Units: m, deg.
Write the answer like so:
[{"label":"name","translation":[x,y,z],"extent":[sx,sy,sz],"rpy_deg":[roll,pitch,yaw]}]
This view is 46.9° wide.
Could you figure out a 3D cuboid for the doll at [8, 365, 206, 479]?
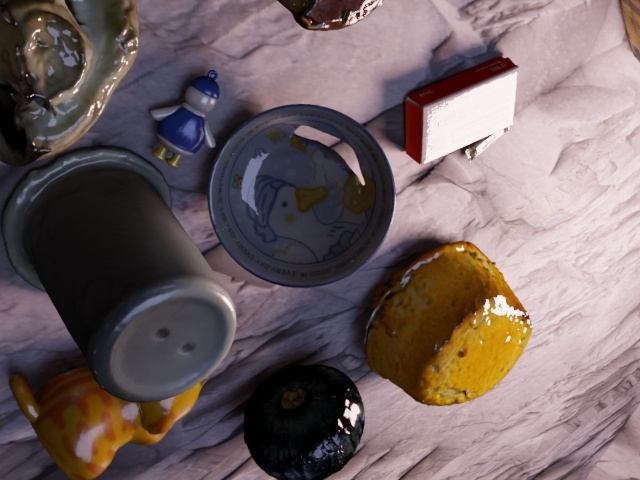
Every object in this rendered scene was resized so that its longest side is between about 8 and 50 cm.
[{"label":"doll","translation":[-0.311,0.244,1.130],"extent":[0.269,0.166,0.162],"rpy_deg":[-22,135,-28]}]

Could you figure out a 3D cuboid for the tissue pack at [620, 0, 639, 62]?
[{"label":"tissue pack","translation":[0.648,-0.393,1.377],"extent":[0.090,0.186,0.222],"rpy_deg":[-35,139,7]}]

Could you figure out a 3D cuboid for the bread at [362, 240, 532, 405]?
[{"label":"bread","translation":[0.267,0.179,1.506],"extent":[0.358,0.204,0.337],"rpy_deg":[30,96,-45]}]

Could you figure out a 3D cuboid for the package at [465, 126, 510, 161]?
[{"label":"package","translation":[0.316,-0.192,1.393],"extent":[0.110,0.015,0.037],"rpy_deg":[-39,132,-9]}]

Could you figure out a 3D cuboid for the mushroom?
[{"label":"mushroom","translation":[-0.291,-0.225,0.770],"extent":[0.164,0.189,0.267],"rpy_deg":[-25,111,-41]}]

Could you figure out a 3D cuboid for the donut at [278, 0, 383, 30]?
[{"label":"donut","translation":[0.016,-0.395,0.940],"extent":[0.216,0.096,0.230],"rpy_deg":[-41,138,-9]}]

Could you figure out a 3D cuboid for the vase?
[{"label":"vase","translation":[-0.246,0.054,0.937],"extent":[0.245,0.291,0.245],"rpy_deg":[-21,135,-23]}]

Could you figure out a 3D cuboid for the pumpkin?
[{"label":"pumpkin","translation":[-0.029,0.336,1.375],"extent":[0.233,0.233,0.163],"rpy_deg":[-35,127,-12]}]

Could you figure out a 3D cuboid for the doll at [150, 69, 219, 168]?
[{"label":"doll","translation":[-0.177,-0.166,0.994],"extent":[0.098,0.058,0.143],"rpy_deg":[25,104,-25]}]

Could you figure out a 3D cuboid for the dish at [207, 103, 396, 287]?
[{"label":"dish","translation":[-0.027,-0.078,1.123],"extent":[0.273,0.134,0.273],"rpy_deg":[0,107,0]}]

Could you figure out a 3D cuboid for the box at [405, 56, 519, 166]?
[{"label":"box","translation":[0.251,-0.229,1.288],"extent":[0.229,0.050,0.123],"rpy_deg":[-26,136,-21]}]
